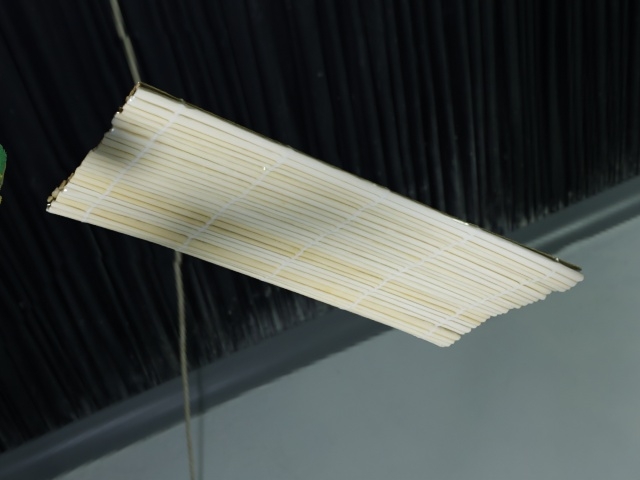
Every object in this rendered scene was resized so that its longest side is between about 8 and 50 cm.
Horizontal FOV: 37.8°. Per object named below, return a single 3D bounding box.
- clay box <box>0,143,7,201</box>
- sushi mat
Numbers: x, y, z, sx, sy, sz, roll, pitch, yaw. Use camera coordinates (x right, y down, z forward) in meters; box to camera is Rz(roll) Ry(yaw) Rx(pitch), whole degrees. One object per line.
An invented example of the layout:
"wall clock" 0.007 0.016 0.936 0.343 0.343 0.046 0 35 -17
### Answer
"clay box" -0.203 0.030 0.341 0.053 0.127 0.222 -35 39 39
"sushi mat" 0.000 0.000 0.594 0.316 0.151 0.019 21 56 -24
